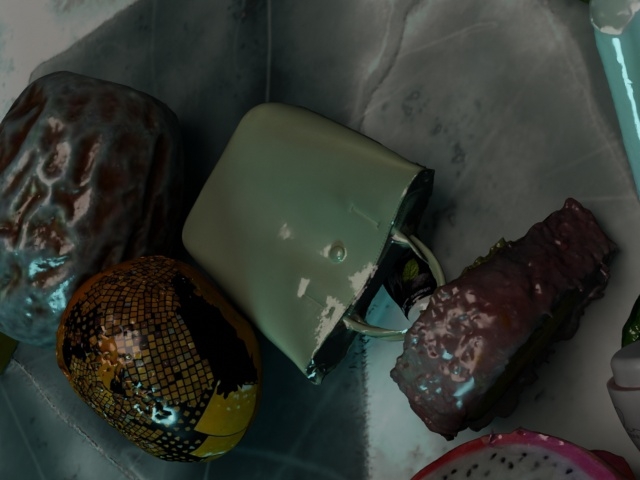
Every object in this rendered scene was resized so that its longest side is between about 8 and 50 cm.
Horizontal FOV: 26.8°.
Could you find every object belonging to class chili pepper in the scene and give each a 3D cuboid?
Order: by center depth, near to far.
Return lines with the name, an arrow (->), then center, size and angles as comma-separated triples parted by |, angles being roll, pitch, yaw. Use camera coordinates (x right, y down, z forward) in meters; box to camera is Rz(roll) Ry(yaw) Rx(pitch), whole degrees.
chili pepper -> 0.291, 0.055, 1.188 | 0.055, 0.035, 0.118 | 169, 116, -73

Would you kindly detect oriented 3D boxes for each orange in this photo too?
orange -> -0.160, 0.123, 1.387 | 0.182, 0.234, 0.234 | -38, 54, -11

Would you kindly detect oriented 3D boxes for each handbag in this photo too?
handbag -> 0.000, 0.000, 1.353 | 0.315, 0.109, 0.241 | 38, 103, 46

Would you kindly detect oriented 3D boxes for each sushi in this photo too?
sushi -> 0.159, 0.066, 1.198 | 0.107, 0.161, 0.241 | 41, 100, 19

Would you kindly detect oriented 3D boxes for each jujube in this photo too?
jujube -> -0.289, -0.030, 1.526 | 0.246, 0.215, 0.308 | 9, 84, 38

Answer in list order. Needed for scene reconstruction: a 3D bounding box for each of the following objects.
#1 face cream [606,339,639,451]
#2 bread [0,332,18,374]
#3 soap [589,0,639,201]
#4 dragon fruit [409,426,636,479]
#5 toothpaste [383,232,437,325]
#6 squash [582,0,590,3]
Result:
face cream -> 0.292, 0.132, 1.135 | 0.091, 0.091, 0.095 | -14, 98, 32
bread -> -0.415, 0.089, 1.667 | 0.074, 0.084, 0.139 | 32, 96, 38
soap -> 0.315, -0.099, 1.070 | 0.115, 0.347, 0.208 | -4, 38, 27
dragon fruit -> 0.189, 0.300, 1.121 | 0.290, 0.189, 0.291 | -11, 65, 26
toothpaste -> 0.082, 0.025, 1.356 | 0.071, 0.045, 0.193 | -40, 52, 20
squash -> 0.308, -0.345, 1.295 | 0.252, 0.049, 0.252 | -13, 68, 35
